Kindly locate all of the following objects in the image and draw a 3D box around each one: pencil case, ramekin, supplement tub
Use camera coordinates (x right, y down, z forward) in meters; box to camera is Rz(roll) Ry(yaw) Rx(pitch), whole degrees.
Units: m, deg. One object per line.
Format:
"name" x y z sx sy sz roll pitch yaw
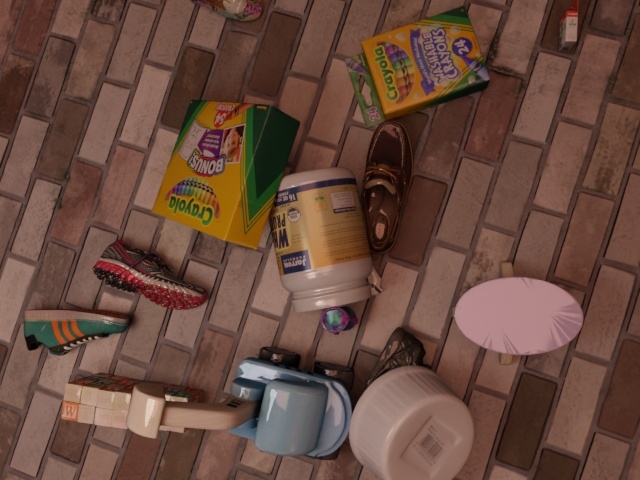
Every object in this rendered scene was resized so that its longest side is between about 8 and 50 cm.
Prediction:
"pencil case" 0.047 0.194 1.477 0.070 0.152 0.064 3 85 12
"ramekin" 0.217 0.440 1.379 0.277 0.135 0.277 -6 105 -23
"supplement tub" 0.000 0.000 1.455 0.228 0.228 0.316 -12 87 6

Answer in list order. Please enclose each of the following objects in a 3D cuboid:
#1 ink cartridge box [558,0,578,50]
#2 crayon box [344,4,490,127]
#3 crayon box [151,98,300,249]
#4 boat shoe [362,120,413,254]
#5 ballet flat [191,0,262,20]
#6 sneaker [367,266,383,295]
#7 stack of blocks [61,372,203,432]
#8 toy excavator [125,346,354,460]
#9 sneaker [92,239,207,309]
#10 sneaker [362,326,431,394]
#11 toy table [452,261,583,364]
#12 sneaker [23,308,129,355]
"ink cartridge box" 0.614 -0.537 1.498 0.029 0.063 0.115 3 86 5
"crayon box" 0.239 -0.436 1.531 0.323 0.083 0.203 -18 84 6
"crayon box" -0.241 -0.172 1.465 0.363 0.106 0.313 18 87 48
"boat shoe" 0.161 -0.137 1.499 0.123 0.123 0.342 10 87 8
"ballet flat" -0.266 -0.649 1.612 0.221 0.079 0.077 23 88 8
"sneaker" 0.131 0.087 1.536 0.044 0.040 0.109 -10 88 -10
"stack of blocks" -0.465 0.410 1.520 0.297 0.171 0.087 7 87 7
"toy excavator" -0.148 0.370 1.342 0.433 0.445 0.222 13 87 8
"sneaker" -0.433 0.087 1.571 0.299 0.121 0.112 22 59 1
"sneaker" 0.189 0.341 1.481 0.130 0.087 0.227 29 85 15
"toy table" 0.451 0.175 1.422 0.274 0.161 0.252 12 88 9
"sneaker" -0.642 0.242 1.592 0.302 0.108 0.121 0 87 15
